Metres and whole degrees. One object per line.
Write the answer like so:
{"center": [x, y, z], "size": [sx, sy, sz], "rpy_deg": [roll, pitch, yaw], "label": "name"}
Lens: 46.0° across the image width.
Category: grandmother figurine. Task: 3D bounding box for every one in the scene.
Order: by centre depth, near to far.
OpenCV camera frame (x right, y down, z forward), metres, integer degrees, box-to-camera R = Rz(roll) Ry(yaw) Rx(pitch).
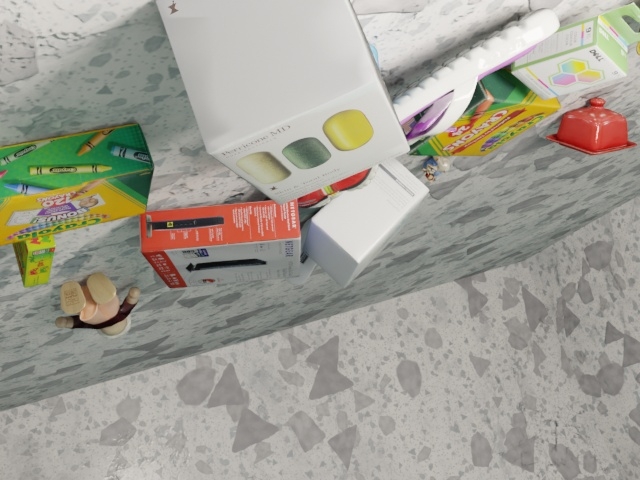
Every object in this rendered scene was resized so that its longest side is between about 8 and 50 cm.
{"center": [-0.528, 0.172, 1.807], "size": [0.207, 0.104, 0.342], "rpy_deg": [-10, 163, -4], "label": "grandmother figurine"}

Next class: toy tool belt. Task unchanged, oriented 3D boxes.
{"center": [0.255, -0.172, 1.724], "size": [0.051, 0.052, 0.083], "rpy_deg": [22, 143, -22], "label": "toy tool belt"}

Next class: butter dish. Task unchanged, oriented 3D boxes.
{"center": [0.633, -0.271, 1.744], "size": [0.160, 0.118, 0.160], "rpy_deg": [-12, -152, -28], "label": "butter dish"}

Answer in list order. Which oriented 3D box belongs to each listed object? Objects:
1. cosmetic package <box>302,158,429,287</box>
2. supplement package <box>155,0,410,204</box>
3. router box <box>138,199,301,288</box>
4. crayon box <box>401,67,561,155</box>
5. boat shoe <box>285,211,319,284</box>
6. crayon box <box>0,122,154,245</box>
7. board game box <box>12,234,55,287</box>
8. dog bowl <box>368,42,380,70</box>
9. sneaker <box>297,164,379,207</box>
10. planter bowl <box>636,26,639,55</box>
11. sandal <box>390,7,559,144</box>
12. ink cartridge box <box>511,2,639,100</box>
{"center": [0.090, -0.040, 1.611], "size": [0.224, 0.138, 0.224], "rpy_deg": [-44, 172, -16], "label": "cosmetic package"}
{"center": [-0.032, -0.191, 0.912], "size": [0.199, 0.198, 0.262], "rpy_deg": [-22, 166, 9], "label": "supplement package"}
{"center": [-0.193, 0.014, 1.560], "size": [0.301, 0.082, 0.335], "rpy_deg": [-5, 165, -3], "label": "router box"}
{"center": [0.321, -0.244, 1.456], "size": [0.318, 0.081, 0.202], "rpy_deg": [-7, 160, -45], "label": "crayon box"}
{"center": [0.000, 0.000, 1.908], "size": [0.102, 0.108, 0.301], "rpy_deg": [-51, 178, -44], "label": "boat shoe"}
{"center": [-0.392, -0.074, 1.090], "size": [0.278, 0.081, 0.165], "rpy_deg": [-15, 165, -22], "label": "crayon box"}
{"center": [-0.476, 0.004, 1.245], "size": [0.043, 0.092, 0.181], "rpy_deg": [-13, 164, -28], "label": "board game box"}
{"center": [-0.025, -0.194, 1.171], "size": [0.297, 0.074, 0.166], "rpy_deg": [-30, 163, 36], "label": "dog bowl"}
{"center": [0.005, -0.129, 1.406], "size": [0.118, 0.107, 0.279], "rpy_deg": [-2, 158, -38], "label": "sneaker"}
{"center": [0.615, -0.401, 1.248], "size": [0.217, 0.090, 0.217], "rpy_deg": [-17, 166, -4], "label": "planter bowl"}
{"center": [0.195, -0.218, 1.193], "size": [0.416, 0.102, 0.169], "rpy_deg": [-30, -170, 21], "label": "sandal"}
{"center": [0.433, -0.305, 1.239], "size": [0.209, 0.062, 0.109], "rpy_deg": [-10, 155, 44], "label": "ink cartridge box"}
